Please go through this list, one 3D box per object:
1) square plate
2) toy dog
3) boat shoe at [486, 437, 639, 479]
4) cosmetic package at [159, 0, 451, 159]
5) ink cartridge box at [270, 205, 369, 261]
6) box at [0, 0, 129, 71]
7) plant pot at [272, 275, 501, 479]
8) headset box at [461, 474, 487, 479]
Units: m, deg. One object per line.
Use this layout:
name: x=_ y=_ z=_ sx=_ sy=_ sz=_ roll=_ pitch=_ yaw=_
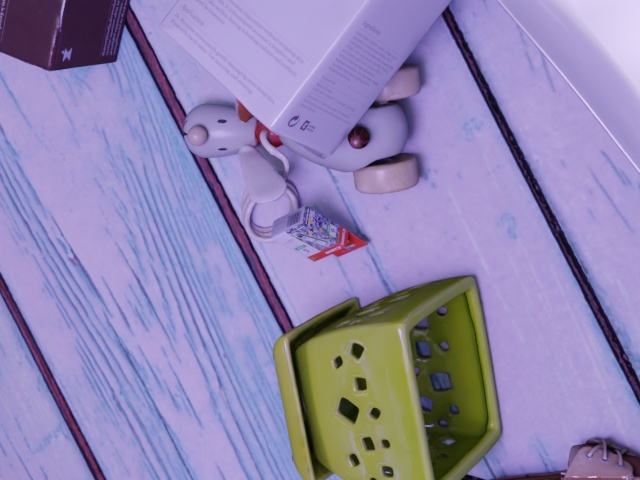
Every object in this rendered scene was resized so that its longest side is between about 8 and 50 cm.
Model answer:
square plate: x=0.422 y=-0.277 z=1.454 sx=0.347 sy=0.049 sz=0.344 roll=-40 pitch=85 yaw=25
toy dog: x=-0.028 y=-0.126 z=1.609 sx=0.334 sy=0.161 sz=0.220 roll=-22 pitch=92 yaw=25
boat shoe: x=0.341 y=0.302 z=1.574 sx=0.324 sy=0.123 sz=0.116 roll=-19 pitch=81 yaw=15
cosmetic package: x=0.027 y=-0.314 z=1.450 sx=0.385 sy=0.156 sz=0.217 roll=-49 pitch=64 yaw=10
ink cartridge box: x=0.000 y=0.000 z=1.652 sx=0.063 sy=0.115 sz=0.029 roll=-24 pitch=47 yaw=42
box: x=-0.378 y=-0.337 z=1.704 sx=0.203 sy=0.167 sz=0.168 roll=22 pitch=108 yaw=16
plant pot: x=0.078 y=0.182 z=1.606 sx=0.207 sy=0.227 sz=0.228 roll=-6 pitch=100 yaw=30
headset box: x=0.204 y=0.345 z=1.687 sx=0.083 sy=0.032 sz=0.062 roll=14 pitch=106 yaw=21
